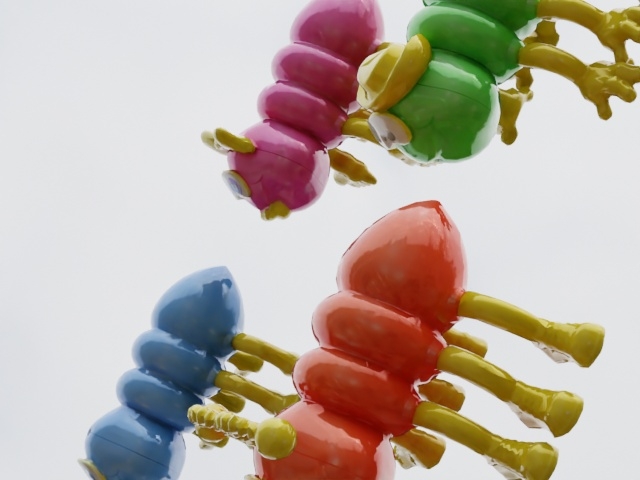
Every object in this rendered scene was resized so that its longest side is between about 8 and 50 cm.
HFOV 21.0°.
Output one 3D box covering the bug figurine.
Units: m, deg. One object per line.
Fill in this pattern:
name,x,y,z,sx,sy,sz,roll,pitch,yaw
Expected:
bug figurine,0.000,0.000,0.538,0.072,0.279,0.216,29,-106,-16
